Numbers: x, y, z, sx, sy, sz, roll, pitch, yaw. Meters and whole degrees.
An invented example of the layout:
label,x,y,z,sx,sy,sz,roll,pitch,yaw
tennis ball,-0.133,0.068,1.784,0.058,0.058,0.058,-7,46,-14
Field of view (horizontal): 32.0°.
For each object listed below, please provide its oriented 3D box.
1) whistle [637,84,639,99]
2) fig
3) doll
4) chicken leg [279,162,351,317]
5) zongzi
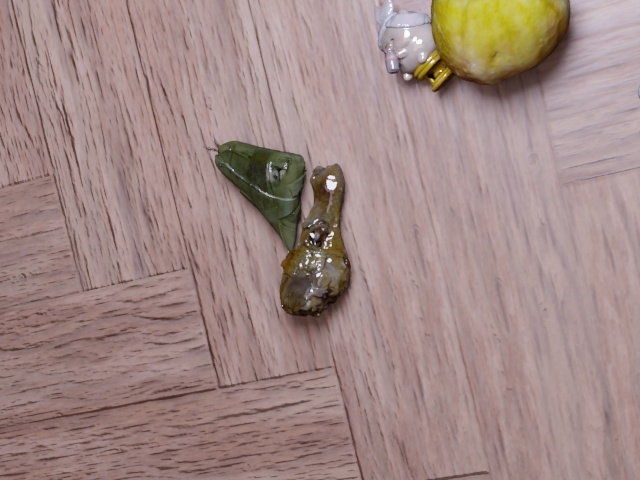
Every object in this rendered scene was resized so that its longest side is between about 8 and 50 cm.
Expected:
label,x,y,z,sx,sy,sz,roll,pitch,yaw
whistle,0.508,-0.226,1.110,0.168,0.188,0.405,50,143,1
fig,0.180,-0.271,1.210,0.159,0.257,0.159,-5,73,17
doll,0.101,-0.231,1.334,0.127,0.073,0.084,46,68,5
chicken leg,0.002,0.000,1.406,0.085,0.069,0.198,9,91,24
zongzi,-0.097,-0.060,1.434,0.154,0.062,0.130,14,114,22
